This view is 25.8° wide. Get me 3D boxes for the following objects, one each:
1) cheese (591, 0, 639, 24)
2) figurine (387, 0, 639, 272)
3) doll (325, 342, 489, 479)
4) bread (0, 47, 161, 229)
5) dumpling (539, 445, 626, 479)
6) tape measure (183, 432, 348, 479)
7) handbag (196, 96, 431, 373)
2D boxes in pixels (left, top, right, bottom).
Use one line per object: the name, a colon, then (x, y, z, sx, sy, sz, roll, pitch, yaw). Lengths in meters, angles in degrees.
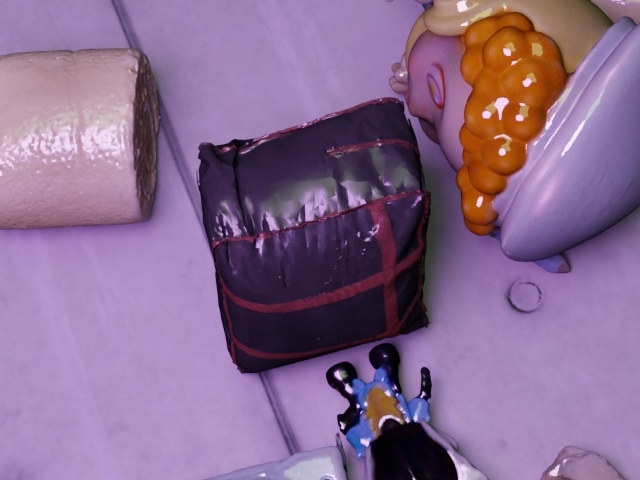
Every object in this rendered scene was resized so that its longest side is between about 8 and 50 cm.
cheese: (0.337, -0.244, 1.195, 0.286, 0.082, 0.163, -7, 68, -1)
figurine: (0.143, -0.173, 1.102, 0.205, 0.224, 0.382, -22, 67, -9)
doll: (0.067, 0.168, 1.049, 0.096, 0.070, 0.195, -27, 59, 1)
bread: (-0.209, -0.084, 1.140, 0.141, 0.134, 0.148, -3, 54, 3)
dumpling: (0.196, 0.314, 0.972, 0.166, 0.086, 0.332, 14, 73, 13)
tape measure: (-0.126, 0.251, 1.021, 0.330, 0.084, 0.164, -16, 63, -4)
handbag: (0.000, 0.000, 1.048, 0.169, 0.215, 0.155, -10, 59, -3)
